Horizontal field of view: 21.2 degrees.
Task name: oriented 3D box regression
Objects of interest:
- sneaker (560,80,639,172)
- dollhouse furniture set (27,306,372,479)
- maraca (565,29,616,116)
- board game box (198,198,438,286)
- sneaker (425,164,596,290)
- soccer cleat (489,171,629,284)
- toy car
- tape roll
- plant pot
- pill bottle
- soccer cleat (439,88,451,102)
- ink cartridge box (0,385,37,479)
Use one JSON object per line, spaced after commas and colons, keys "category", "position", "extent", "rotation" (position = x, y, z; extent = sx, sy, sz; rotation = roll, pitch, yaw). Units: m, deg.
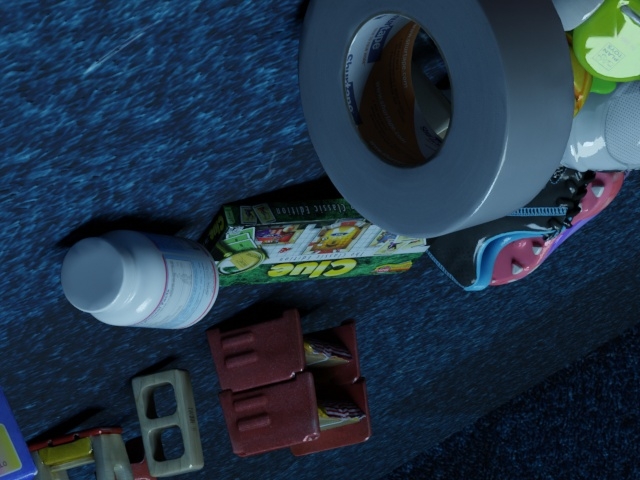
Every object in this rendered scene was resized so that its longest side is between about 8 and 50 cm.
{"category": "sneaker", "position": [0.405, -0.133, 1.617], "extent": [0.365, 0.137, 0.210], "rotation": [-15, -159, -28]}
{"category": "dollhouse furniture set", "position": [-0.147, 0.202, 2.054], "extent": [0.374, 0.152, 0.201], "rotation": [-15, 169, 17]}
{"category": "maraca", "position": [0.198, -0.156, 1.520], "extent": [0.185, 0.127, 0.099], "rotation": [-29, -157, -26]}
{"category": "board game box", "position": [0.000, 0.000, 1.718], "extent": [0.259, 0.030, 0.136], "rotation": [-4, 156, -27]}
{"category": "sneaker", "position": [0.247, -0.079, 1.779], "extent": [0.341, 0.140, 0.125], "rotation": [-37, 160, 22]}
{"category": "soccer cleat", "position": [0.282, -0.024, 2.125], "extent": [0.248, 0.083, 0.095], "rotation": [-43, 163, 35]}
{"category": "toy car", "position": [0.286, -0.219, 1.448], "extent": [0.182, 0.159, 0.136], "rotation": [-48, -163, 23]}
{"category": "tape roll", "position": [0.080, -0.115, 1.250], "extent": [0.072, 0.219, 0.219], "rotation": [-14, 159, -38]}
{"category": "plant pot", "position": [0.064, -0.103, 1.479], "extent": [0.109, 0.096, 0.109], "rotation": [-31, 163, 10]}
{"category": "pill bottle", "position": [-0.164, 0.035, 1.545], "extent": [0.087, 0.087, 0.160], "rotation": [-34, 163, 19]}
{"category": "soccer cleat", "position": [0.097, -0.096, 1.626], "extent": [0.068, 0.076, 0.196], "rotation": [31, 143, -33]}
{"category": "ink cartridge box", "position": [-0.444, 0.249, 1.641], "extent": [0.270, 0.151, 0.395], "rotation": [-18, 160, -31]}
